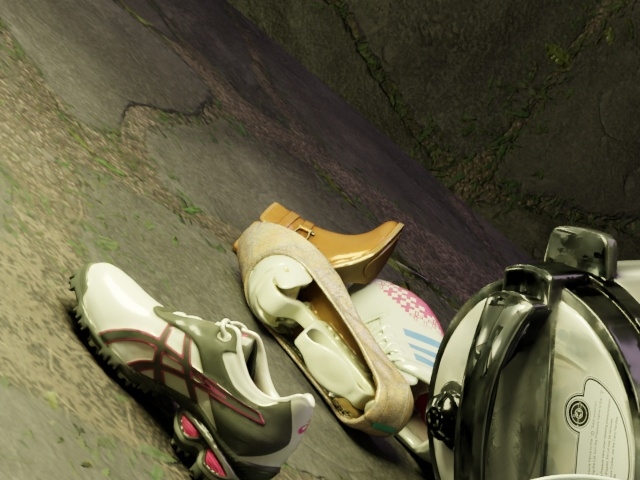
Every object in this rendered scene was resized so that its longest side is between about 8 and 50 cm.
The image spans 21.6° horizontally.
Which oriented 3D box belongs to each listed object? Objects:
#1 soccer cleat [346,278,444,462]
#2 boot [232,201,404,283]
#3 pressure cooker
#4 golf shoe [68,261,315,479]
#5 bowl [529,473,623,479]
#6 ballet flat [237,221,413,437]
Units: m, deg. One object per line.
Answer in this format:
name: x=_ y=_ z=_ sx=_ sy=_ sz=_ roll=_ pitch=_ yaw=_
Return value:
soccer cleat: x=0.097 y=0.149 z=2.053 sx=0.143 sy=0.116 sz=0.331 roll=17 pitch=25 yaw=-44
boot: x=0.000 y=0.000 z=2.122 sx=0.152 sy=0.073 sz=0.197 roll=38 pitch=53 yaw=18
pressure cooker: x=0.316 y=0.207 z=1.831 sx=0.420 sy=0.375 sz=0.370 roll=-1 pitch=56 yaw=-35
golf shoe: x=-0.114 y=0.103 z=1.513 sx=0.273 sy=0.120 sz=0.105 roll=47 pitch=14 yaw=20
bowl: x=0.237 y=0.371 z=1.516 sx=0.298 sy=0.298 sz=0.134 roll=50 pitch=-21 yaw=27
ballet flat: x=-0.010 y=0.094 z=1.926 sx=0.316 sy=0.107 sz=0.106 roll=48 pitch=20 yaw=23
